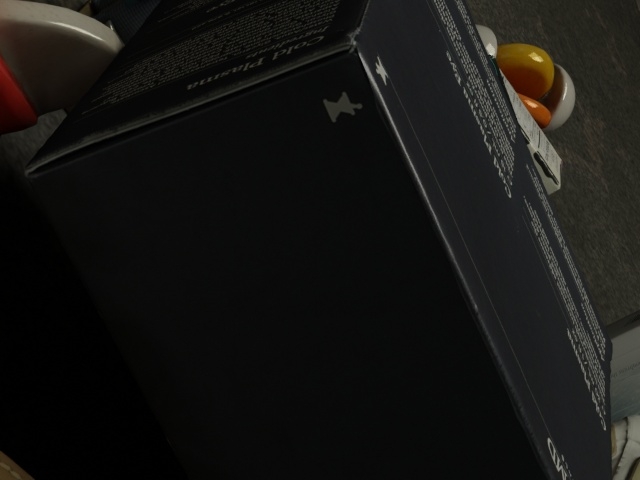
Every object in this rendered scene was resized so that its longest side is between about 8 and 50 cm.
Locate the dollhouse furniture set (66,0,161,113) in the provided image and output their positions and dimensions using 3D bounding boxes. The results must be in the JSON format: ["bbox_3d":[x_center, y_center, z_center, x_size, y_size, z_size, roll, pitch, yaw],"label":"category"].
[{"bbox_3d":[-0.156,-0.202,1.166,0.184,0.129,0.129,54,25,-16],"label":"dollhouse furniture set"}]

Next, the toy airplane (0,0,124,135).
[{"bbox_3d":[-0.222,-0.180,0.843,0.386,0.272,0.384,59,24,-2],"label":"toy airplane"}]

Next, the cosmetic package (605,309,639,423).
[{"bbox_3d":[0.401,0.171,1.725,0.225,0.224,0.138,60,24,1],"label":"cosmetic package"}]

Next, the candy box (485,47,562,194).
[{"bbox_3d":[0.096,-0.114,1.526,0.233,0.159,0.071,54,22,-15],"label":"candy box"}]

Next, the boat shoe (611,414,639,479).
[{"bbox_3d":[0.277,0.240,1.543,0.302,0.103,0.113,-24,107,-71],"label":"boat shoe"}]

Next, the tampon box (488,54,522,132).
[{"bbox_3d":[0.104,-0.069,1.424,0.101,0.120,0.161,29,-36,65],"label":"tampon box"}]

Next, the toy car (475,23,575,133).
[{"bbox_3d":[0.158,-0.120,1.653,0.159,0.182,0.136,21,60,-31],"label":"toy car"}]

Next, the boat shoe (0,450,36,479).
[{"bbox_3d":[-0.103,0.202,0.850,0.341,0.110,0.122,50,26,-23],"label":"boat shoe"}]

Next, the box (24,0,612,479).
[{"bbox_3d":[0.026,0.019,0.929,0.312,0.179,0.343,-72,139,-65],"label":"box"}]
